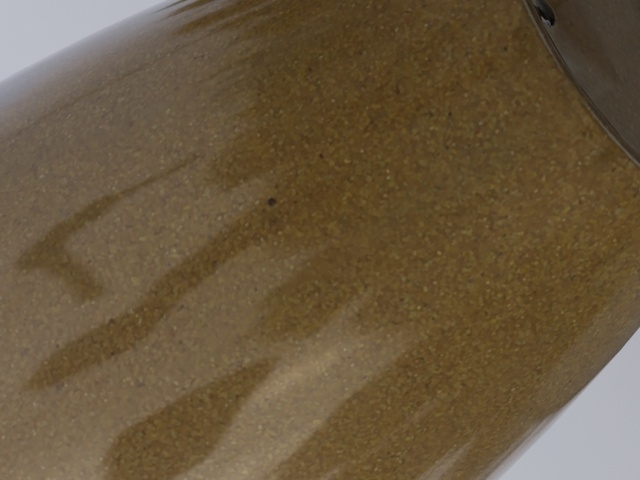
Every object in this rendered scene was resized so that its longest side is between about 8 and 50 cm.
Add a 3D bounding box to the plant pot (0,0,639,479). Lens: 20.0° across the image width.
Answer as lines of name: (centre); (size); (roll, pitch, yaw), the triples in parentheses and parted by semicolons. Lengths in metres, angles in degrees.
plant pot: (0.000, 0.000, 0.601); (0.237, 0.254, 0.237); (35, -144, -30)
